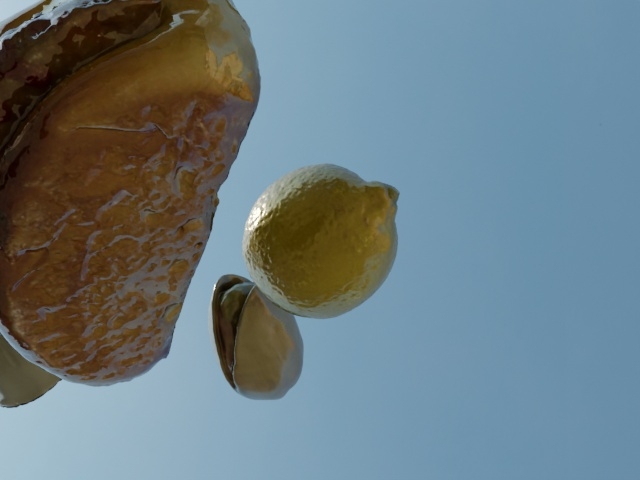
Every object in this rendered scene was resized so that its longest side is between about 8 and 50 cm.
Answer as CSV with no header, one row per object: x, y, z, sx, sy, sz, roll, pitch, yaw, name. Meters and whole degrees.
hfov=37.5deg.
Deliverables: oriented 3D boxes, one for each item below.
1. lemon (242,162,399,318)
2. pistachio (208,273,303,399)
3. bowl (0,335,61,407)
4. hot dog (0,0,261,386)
0.000,0.000,1.152,0.244,0.187,0.187,-32,-93,43,lemon
-0.095,0.146,1.367,0.144,0.144,0.215,-6,-48,17,pistachio
-0.349,0.086,1.070,0.189,0.086,0.189,-22,-133,25,bowl
-0.215,-0.049,0.796,0.185,0.223,0.405,61,-41,40,hot dog
